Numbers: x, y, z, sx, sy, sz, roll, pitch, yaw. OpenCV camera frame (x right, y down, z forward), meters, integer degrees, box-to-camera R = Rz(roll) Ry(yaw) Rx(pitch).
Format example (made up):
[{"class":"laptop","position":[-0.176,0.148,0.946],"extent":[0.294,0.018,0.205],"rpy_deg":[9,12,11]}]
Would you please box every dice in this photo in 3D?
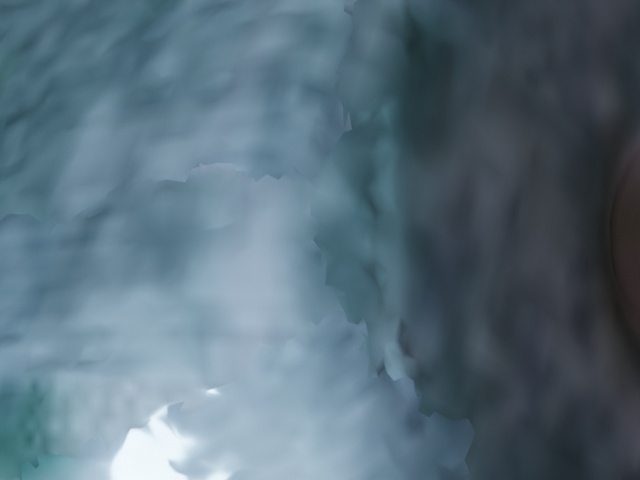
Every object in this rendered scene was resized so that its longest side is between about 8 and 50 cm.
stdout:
[{"class":"dice","position":[0.000,0.000,0.644],"extent":[0.348,0.330,0.328],"rpy_deg":[-2,154,46]}]
